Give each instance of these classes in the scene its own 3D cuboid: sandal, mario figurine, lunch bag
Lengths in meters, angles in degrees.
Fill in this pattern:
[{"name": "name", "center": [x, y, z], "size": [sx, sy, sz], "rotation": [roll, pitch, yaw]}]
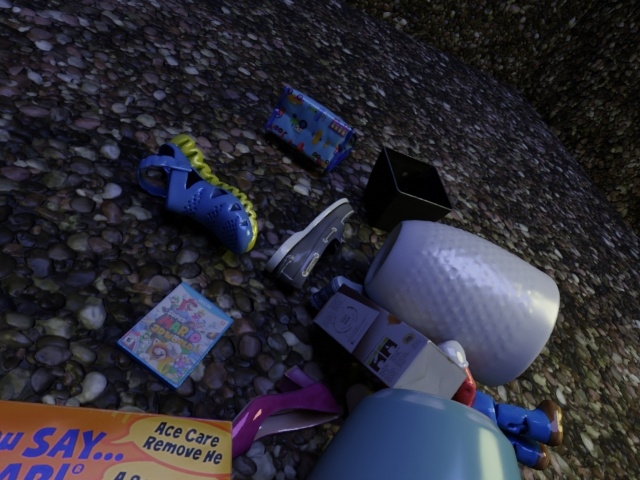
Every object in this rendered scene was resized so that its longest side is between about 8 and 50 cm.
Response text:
[{"name": "sandal", "center": [-0.256, -0.083, 0.906], "size": [0.317, 0.126, 0.138], "rotation": [43, 42, 19]}, {"name": "mario figurine", "center": [0.277, 0.306, 0.865], "size": [0.321, 0.170, 0.197], "rotation": [17, 80, 8]}, {"name": "lunch bag", "center": [-0.001, -0.342, 1.331], "size": [0.221, 0.138, 0.293], "rotation": [35, 23, 1]}]

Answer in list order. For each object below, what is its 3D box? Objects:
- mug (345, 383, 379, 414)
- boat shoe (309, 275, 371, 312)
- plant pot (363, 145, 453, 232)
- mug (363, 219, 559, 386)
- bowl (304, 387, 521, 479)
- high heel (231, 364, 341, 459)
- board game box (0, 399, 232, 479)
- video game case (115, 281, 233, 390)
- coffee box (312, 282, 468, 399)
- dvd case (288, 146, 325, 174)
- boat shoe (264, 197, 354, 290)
[{"name": "mug", "center": [0.081, 0.304, 0.829], "size": [0.078, 0.062, 0.064], "rotation": [29, 27, -41]}, {"name": "boat shoe", "center": [0.053, 0.133, 0.969], "size": [0.183, 0.083, 0.065], "rotation": [36, 30, -48]}, {"name": "plant pot", "center": [0.224, -0.120, 1.253], "size": [0.188, 0.167, 0.187], "rotation": [16, 44, -26]}, {"name": "mug", "center": [0.276, 0.107, 1.010], "size": [0.328, 0.276, 0.374], "rotation": [30, 4, -1]}, {"name": "bowl", "center": [0.144, 0.319, 0.630], "size": [0.312, 0.311, 0.163], "rotation": [27, 60, -13]}, {"name": "high heel", "center": [-0.062, 0.297, 0.706], "size": [0.117, 0.082, 0.244], "rotation": [38, 25, 16]}, {"name": "board game box", "center": [-0.289, 0.336, 0.279], "size": [0.357, 0.356, 0.356], "rotation": [16, 44, -25]}, {"name": "video game case", "center": [-0.240, 0.155, 0.760], "size": [0.119, 0.015, 0.166], "rotation": [38, 39, 0]}, {"name": "coffee box", "center": [0.115, 0.188, 0.800], "size": [0.141, 0.098, 0.247], "rotation": [43, -8, -34]}, {"name": "dvd case", "center": [-0.028, -0.249, 1.309], "size": [0.120, 0.013, 0.087], "rotation": [36, 39, 0]}, {"name": "boat shoe", "center": [-0.002, 0.003, 1.017], "size": [0.091, 0.109, 0.305], "rotation": [43, 46, 5]}]
